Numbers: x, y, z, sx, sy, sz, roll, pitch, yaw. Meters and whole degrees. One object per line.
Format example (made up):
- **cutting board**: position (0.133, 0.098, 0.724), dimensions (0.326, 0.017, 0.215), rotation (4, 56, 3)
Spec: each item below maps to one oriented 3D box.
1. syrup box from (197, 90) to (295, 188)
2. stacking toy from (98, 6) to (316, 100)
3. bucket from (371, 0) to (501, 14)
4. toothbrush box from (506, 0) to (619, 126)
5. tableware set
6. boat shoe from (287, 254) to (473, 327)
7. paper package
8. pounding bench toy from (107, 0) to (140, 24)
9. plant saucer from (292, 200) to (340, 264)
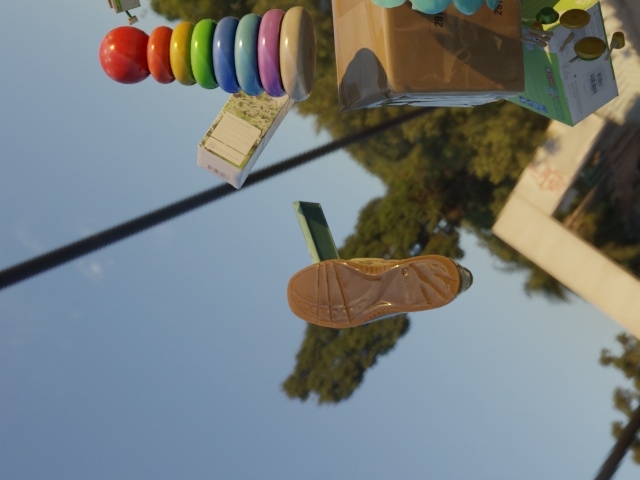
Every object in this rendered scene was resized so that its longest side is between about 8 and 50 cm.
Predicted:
- **syrup box**: position (-0.127, -0.225, 1.689), dimensions (0.093, 0.237, 0.096), rotation (29, 160, 2)
- **stacking toy**: position (-0.178, -0.284, 1.410), dimensions (0.330, 0.141, 0.141), rotation (1, -174, 10)
- **bucket**: position (0.133, -0.430, 1.243), dimensions (0.281, 0.183, 0.281), rotation (5, -152, -3)
- **toothbrush box**: position (0.405, -0.363, 1.733), dimensions (0.283, 0.122, 0.206), rotation (38, 158, 53)
- **tableware set**: position (0.401, -0.323, 1.446), dimensions (0.154, 0.104, 0.024), rotation (20, 151, 28)
- **boat shoe**: position (0.086, 0.077, 1.381), dimensions (0.285, 0.104, 0.089), rotation (-4, 176, 27)
- **paper package**: position (0.183, -0.390, 1.561), dimensions (0.309, 0.325, 0.168), rotation (-6, -178, -30)
- **pounding bench toy**: position (-0.392, -0.475, 1.828), dimensions (0.065, 0.052, 0.083), rotation (44, 152, 55)
- **plant saucer**: position (0.000, 0.000, 1.814), dimensions (0.067, 0.018, 0.192), rotation (5, -128, -37)
